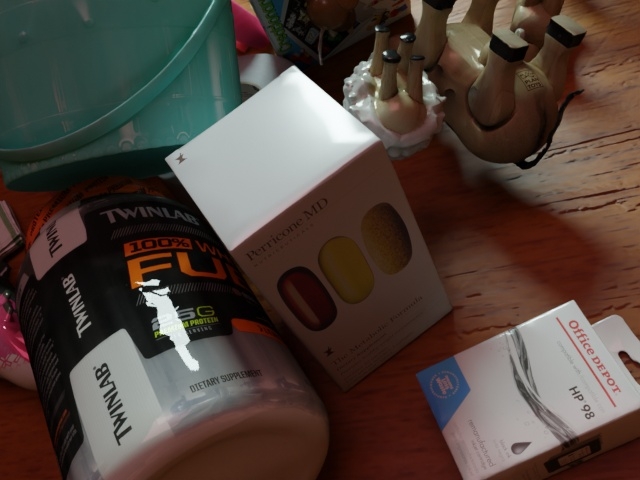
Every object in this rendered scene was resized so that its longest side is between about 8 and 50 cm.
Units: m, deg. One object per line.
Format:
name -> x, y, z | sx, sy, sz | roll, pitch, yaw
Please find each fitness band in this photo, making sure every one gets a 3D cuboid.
fitness band -> -0.189, -0.352, 0.943 | 0.291, 0.209, 0.054 | 38, 99, 18

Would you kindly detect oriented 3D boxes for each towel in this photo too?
towel -> -0.489, 0.019, 0.958 | 0.152, 0.023, 0.113 | -42, 47, -5

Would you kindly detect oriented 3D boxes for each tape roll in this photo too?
tape roll -> -0.107, -0.134, 0.857 | 0.219, 0.072, 0.219 | -13, 52, 17

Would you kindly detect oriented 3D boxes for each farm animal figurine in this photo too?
farm animal figurine -> 0.148, -0.192, 0.701 | 0.330, 0.172, 0.326 | -7, 47, -13

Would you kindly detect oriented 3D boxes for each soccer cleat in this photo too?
soccer cleat -> -0.388, 0.115, 0.793 | 0.331, 0.116, 0.143 | 29, 88, 39

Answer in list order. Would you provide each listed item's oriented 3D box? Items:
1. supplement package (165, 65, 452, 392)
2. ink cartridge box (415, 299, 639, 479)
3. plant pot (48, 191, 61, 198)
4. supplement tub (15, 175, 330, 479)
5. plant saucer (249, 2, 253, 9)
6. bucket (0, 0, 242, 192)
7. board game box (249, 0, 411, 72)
supplement package -> 0.000, 0.000, 0.592 | 0.139, 0.244, 0.134 | -38, 49, -4
ink cartridge box -> 0.181, 0.120, 0.540 | 0.180, 0.060, 0.104 | -27, 48, 5
plant pot -> -0.329, -0.228, 0.920 | 0.243, 0.275, 0.275 | -34, 48, -15
supplement tub -> -0.152, 0.096, 0.617 | 0.207, 0.207, 0.338 | -36, 49, -4
plant saucer -> 0.008, -0.397, 1.022 | 0.241, 0.037, 0.241 | -13, 51, 17
bucket -> -0.208, -0.160, 0.677 | 0.281, 0.281, 0.183 | -12, 92, 17
board game box -> 0.008, -0.312, 0.792 | 0.193, 0.305, 0.053 | -27, 78, 3
